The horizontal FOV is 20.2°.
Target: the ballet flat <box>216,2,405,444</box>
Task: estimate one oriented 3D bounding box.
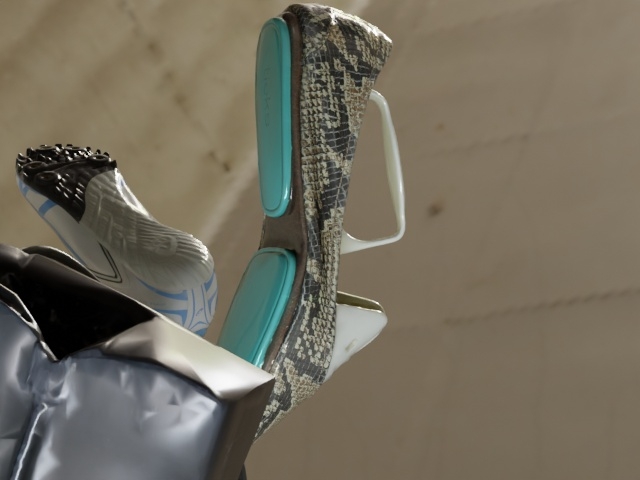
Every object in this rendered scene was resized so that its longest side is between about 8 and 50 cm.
[{"bbox_3d":[0.000,0.000,1.860,0.164,0.182,0.483,-178,-83,-69],"label":"ballet flat"}]

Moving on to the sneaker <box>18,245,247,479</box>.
[{"bbox_3d":[-0.192,0.124,1.277,0.178,0.295,0.124,-7,-137,37],"label":"sneaker"}]

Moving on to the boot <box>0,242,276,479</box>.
[{"bbox_3d":[-0.266,0.201,0.981,0.146,0.367,0.445,-75,-174,-71],"label":"boot"}]

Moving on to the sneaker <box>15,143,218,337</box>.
[{"bbox_3d":[-0.164,-0.001,1.376,0.085,0.086,0.237,-17,-139,-34],"label":"sneaker"}]
